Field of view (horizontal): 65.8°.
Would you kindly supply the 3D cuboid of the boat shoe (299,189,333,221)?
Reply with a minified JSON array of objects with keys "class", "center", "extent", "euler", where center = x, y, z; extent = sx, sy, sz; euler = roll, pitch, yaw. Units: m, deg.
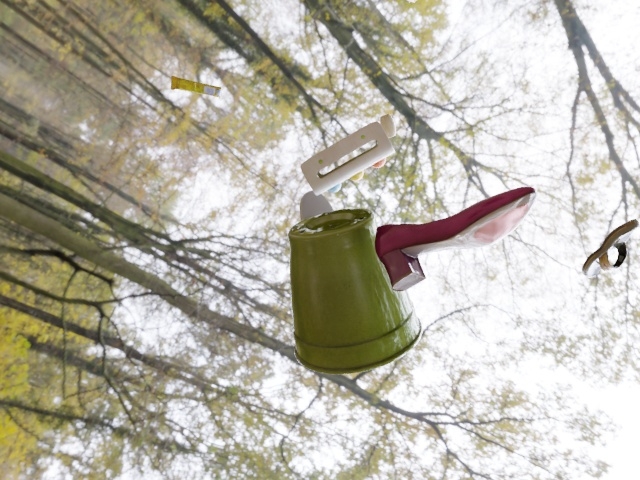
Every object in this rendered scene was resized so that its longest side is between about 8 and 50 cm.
[{"class":"boat shoe","center":[0.000,0.000,1.755],"extent":[0.340,0.127,0.158],"euler":[70,-20,4]}]

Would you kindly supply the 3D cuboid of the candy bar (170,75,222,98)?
[{"class":"candy bar","center":[-0.370,-0.460,1.491],"extent":[0.018,0.161,0.040],"euler":[23,-73,53]}]

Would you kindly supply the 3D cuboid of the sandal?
[{"class":"sandal","center":[0.561,0.027,0.950],"extent":[0.072,0.180,0.049],"euler":[-26,-120,-18]}]

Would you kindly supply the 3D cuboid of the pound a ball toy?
[{"class":"pound a ball toy","center":[0.110,-0.266,1.557],"extent":[0.319,0.135,0.208],"euler":[-28,-170,10]}]

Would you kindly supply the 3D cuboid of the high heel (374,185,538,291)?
[{"class":"high heel","center":[0.275,-0.050,1.094],"extent":[0.377,0.127,0.181],"euler":[-33,-129,25]}]

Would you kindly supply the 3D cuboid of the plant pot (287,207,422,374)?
[{"class":"plant pot","center":[0.063,0.109,1.349],"extent":[0.367,0.353,0.366],"euler":[-13,-164,4]}]

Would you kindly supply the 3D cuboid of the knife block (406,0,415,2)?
[{"class":"knife block","center":[0.178,-0.685,1.100],"extent":[0.088,0.276,0.242],"euler":[44,-56,23]}]
